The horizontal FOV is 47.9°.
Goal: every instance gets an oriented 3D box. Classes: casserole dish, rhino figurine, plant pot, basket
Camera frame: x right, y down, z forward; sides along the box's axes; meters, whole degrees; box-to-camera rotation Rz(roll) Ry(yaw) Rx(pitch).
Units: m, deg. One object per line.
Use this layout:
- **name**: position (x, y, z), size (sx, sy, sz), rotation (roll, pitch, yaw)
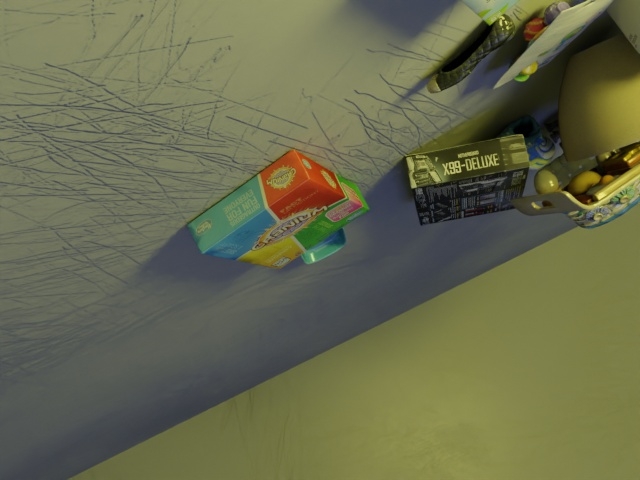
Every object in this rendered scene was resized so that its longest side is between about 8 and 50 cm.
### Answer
- **casserole dish**: position (0.000, 0.000, 1.650), size (0.114, 0.037, 0.188), rotation (-28, 163, -2)
- **rhino figurine**: position (0.633, -0.274, 1.781), size (0.106, 0.073, 0.243), rotation (-33, 163, 24)
- **plant pot**: position (0.580, -0.295, 1.394), size (0.284, 0.190, 0.284), rotation (-23, -176, 2)
- **basket**: position (0.694, -0.145, 1.780), size (0.289, 0.201, 0.255), rotation (0, 147, -45)

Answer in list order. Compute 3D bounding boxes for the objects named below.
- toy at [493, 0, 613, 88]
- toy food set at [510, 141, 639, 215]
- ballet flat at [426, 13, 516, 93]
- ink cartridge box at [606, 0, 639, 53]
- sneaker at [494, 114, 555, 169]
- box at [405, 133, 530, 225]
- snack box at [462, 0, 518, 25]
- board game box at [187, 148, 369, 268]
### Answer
- **toy**: position (0.384, -0.352, 1.219), size (0.137, 0.056, 0.237), rotation (-26, 167, -19)
- **toy food set**: position (0.563, -0.154, 1.482), size (0.306, 0.092, 0.220), rotation (-33, -175, -12)
- **ballet flat**: position (0.238, -0.304, 1.171), size (0.049, 0.057, 0.173), rotation (37, 121, -25)
- **ink cartridge box**: position (0.616, -0.427, 1.170), size (0.233, 0.168, 0.171), rotation (-29, 162, 2)
- **sneaker**: position (0.488, -0.227, 1.664), size (0.240, 0.091, 0.126), rotation (-14, 157, -36)
- **box**: position (0.324, -0.125, 1.598), size (0.243, 0.076, 0.307), rotation (-11, 164, 10)
- **snack box**: position (0.234, -0.377, 0.903), size (0.174, 0.070, 0.207), rotation (-38, 162, 25)
- **board game box**: position (-0.068, -0.046, 1.373), size (0.242, 0.064, 0.317), rotation (-34, 162, 16)
